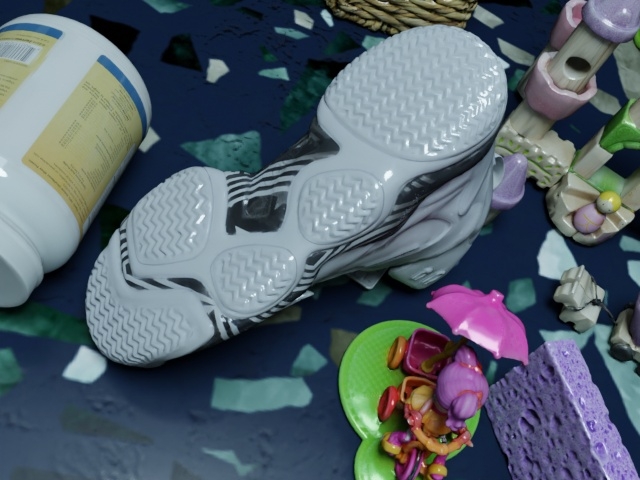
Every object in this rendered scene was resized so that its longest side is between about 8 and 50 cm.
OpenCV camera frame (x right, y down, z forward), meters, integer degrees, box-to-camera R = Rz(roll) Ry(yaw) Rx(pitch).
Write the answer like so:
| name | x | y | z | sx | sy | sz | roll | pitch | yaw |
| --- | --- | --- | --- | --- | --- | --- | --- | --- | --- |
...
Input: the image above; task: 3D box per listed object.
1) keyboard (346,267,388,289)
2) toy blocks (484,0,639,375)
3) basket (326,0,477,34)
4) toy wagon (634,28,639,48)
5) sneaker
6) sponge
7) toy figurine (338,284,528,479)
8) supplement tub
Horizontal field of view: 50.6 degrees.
| name | x | y | z | sx | sy | sz | roll | pitch | yaw |
| --- | --- | --- | --- | --- | --- | --- | --- | --- | --- |
| keyboard | 0.088 | -0.051 | 0.699 | 0.072 | 0.014 | 0.256 | 37 | 56 | 8 |
| toy blocks | 0.327 | -0.099 | 0.643 | 0.288 | 0.260 | 0.309 | 35 | 55 | 2 |
| basket | 0.119 | -0.425 | 0.820 | 0.213 | 0.223 | 0.299 | 17 | 56 | -6 |
| toy wagon | 0.590 | -0.207 | 0.915 | 0.267 | 0.068 | 0.345 | 2 | 58 | -15 |
| sneaker | 0.000 | 0.000 | 0.561 | 0.365 | 0.210 | 0.137 | -35 | 62 | 8 |
| sponge | 0.194 | 0.194 | 0.512 | 0.031 | 0.117 | 0.210 | -4 | 59 | -20 |
| toy figurine | 0.091 | 0.107 | 0.511 | 0.130 | 0.159 | 0.173 | 20 | 56 | -3 |
| supplement tub | -0.235 | -0.064 | 0.530 | 0.144 | 0.144 | 0.200 | 22 | 55 | -2 |
